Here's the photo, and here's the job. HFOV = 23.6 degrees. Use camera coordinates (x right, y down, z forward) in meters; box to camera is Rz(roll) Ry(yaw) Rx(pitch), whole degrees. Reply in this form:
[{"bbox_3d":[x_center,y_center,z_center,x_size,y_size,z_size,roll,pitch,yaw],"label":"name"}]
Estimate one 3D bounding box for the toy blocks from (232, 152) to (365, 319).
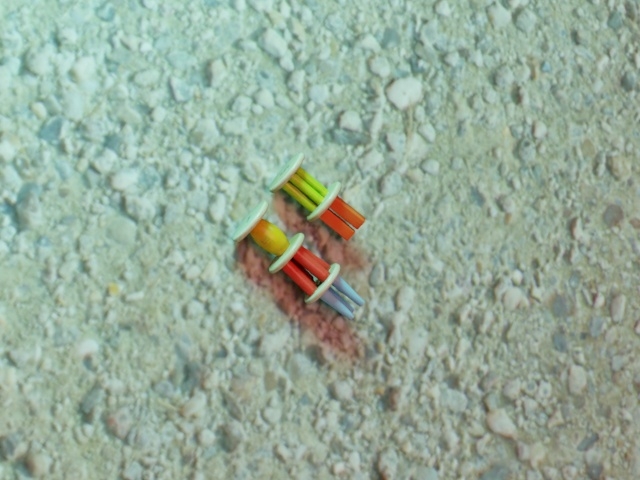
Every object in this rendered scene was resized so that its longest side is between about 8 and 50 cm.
[{"bbox_3d":[0.000,0.000,1.577,0.148,0.054,0.123,41,66,-11],"label":"toy blocks"}]
